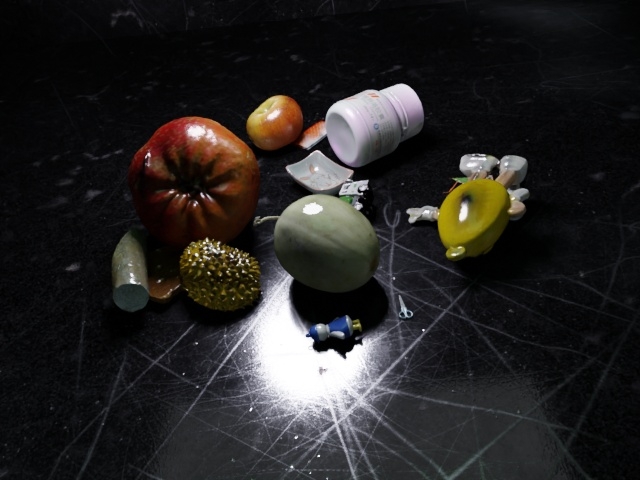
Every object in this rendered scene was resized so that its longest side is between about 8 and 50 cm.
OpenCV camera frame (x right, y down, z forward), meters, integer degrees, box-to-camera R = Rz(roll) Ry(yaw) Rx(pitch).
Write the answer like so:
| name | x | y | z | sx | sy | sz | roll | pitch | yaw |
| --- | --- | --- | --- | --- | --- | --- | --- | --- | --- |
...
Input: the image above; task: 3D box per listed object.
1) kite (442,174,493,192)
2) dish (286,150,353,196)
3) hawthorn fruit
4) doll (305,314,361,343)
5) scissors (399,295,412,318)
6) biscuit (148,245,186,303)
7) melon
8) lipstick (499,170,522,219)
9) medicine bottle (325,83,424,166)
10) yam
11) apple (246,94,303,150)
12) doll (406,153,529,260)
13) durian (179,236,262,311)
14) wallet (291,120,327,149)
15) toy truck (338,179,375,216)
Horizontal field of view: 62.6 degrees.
| name | x | y | z | sx | sy | sz | roll | pitch | yaw |
| --- | --- | --- | --- | --- | --- | --- | --- | --- | --- |
| kite | 0.497 | -0.163 | 1.740 | 0.198 | 0.006 | 0.244 | 30 | 53 | 35 |
| dish | 0.000 | -0.216 | 1.822 | 0.151 | 0.077 | 0.212 | -33 | 47 | -24 |
| hawthorn fruit | -0.381 | -0.165 | 1.620 | 0.402 | 0.403 | 0.403 | -4 | 41 | 4 |
| doll | 0.032 | 0.225 | 1.327 | 0.142 | 0.058 | 0.099 | -12 | 20 | -4 |
| scissors | 0.219 | 0.175 | 1.394 | 0.036 | 0.006 | 0.083 | -7 | 41 | -2 |
| biscuit | -0.465 | 0.097 | 1.558 | 0.290 | 0.041 | 0.208 | 14 | 46 | 21 |
| melon | 0.012 | 0.009 | 1.432 | 0.271 | 0.272 | 0.308 | -27 | 66 | -21 |
| lipstick | 0.611 | -0.168 | 1.690 | 0.059 | 0.059 | 0.264 | 3 | 41 | 12 |
| medicine bottle | 0.198 | -0.423 | 1.904 | 0.302 | 0.241 | 0.241 | -27 | 45 | -22 |
| yam | -0.536 | 0.075 | 1.485 | 0.106 | 0.106 | 0.259 | -15 | 42 | -9 |
| apple | -0.172 | -0.447 | 2.036 | 0.235 | 0.173 | 0.210 | -40 | 32 | -11 |
| doll | 0.454 | -0.118 | 1.570 | 0.423 | 0.161 | 0.348 | -38 | 31 | -10 |
| durian | -0.273 | 0.088 | 1.447 | 0.249 | 0.138 | 0.183 | 20 | 31 | -3 |
| wallet | -0.025 | -0.425 | 2.107 | 0.103 | 0.020 | 0.196 | 22 | 50 | 36 |
| toy truck | 0.093 | -0.083 | 1.642 | 0.125 | 0.101 | 0.242 | -3 | 42 | 24 |
